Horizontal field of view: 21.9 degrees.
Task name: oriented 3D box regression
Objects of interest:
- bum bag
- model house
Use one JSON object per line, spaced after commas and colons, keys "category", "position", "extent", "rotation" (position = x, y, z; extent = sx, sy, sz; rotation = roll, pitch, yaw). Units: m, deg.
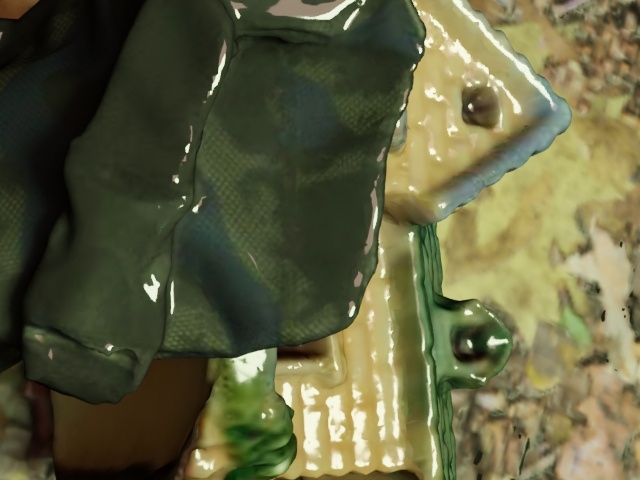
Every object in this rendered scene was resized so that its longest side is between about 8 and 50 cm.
{"category": "bum bag", "position": [-0.110, -0.001, 0.484], "extent": [0.074, 0.310, 0.137], "rotation": [31, 43, -57]}
{"category": "model house", "position": [0.000, 0.000, 0.591], "extent": [0.172, 0.166, 0.182], "rotation": [5, 80, -31]}
